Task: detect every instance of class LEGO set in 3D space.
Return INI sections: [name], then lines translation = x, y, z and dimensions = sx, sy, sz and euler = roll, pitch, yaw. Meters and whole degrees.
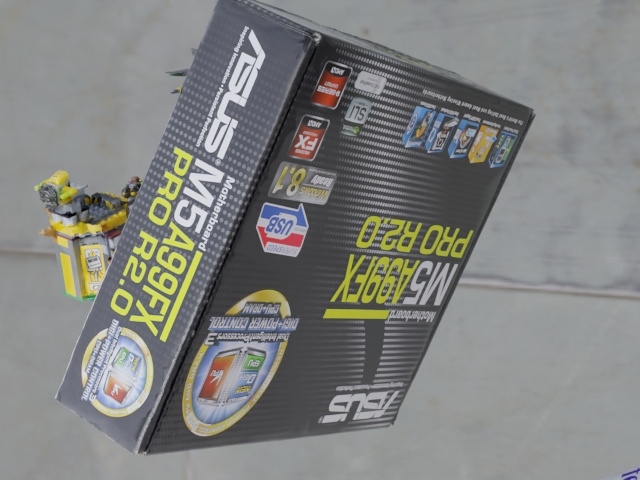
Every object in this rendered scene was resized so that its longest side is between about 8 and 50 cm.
[LEGO set]
translation = -0.053, -0.053, 1.140
dimensions = 0.331, 0.255, 0.192
euler = 24, 129, 44

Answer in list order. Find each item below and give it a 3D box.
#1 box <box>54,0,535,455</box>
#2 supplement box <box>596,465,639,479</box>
[box]
translation = 0.000, 0.000, 0.821
dimensions = 0.060, 0.270, 0.216
euler = 28, 100, 28
[supplement box]
translation = 0.153, 0.183, 0.720
dimensions = 0.220, 0.111, 0.114
euler = -25, 107, 29
